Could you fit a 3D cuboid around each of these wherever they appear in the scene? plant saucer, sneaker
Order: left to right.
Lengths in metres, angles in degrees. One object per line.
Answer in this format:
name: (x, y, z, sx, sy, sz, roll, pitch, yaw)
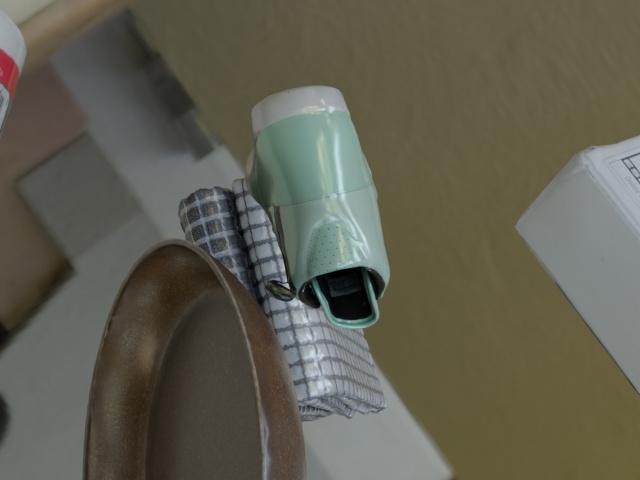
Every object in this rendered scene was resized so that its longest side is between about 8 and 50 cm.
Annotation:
plant saucer: (-0.082, 0.154, 0.964, 0.050, 0.310, 0.311, 3, 171, -28)
sneaker: (-0.001, 0.000, 1.093, 0.094, 0.151, 0.256, -12, 167, 2)

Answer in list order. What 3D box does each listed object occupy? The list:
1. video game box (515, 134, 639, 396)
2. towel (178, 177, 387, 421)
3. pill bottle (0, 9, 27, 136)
video game box: (0.189, 0.040, 0.510, 0.187, 0.205, 0.048, -19, 157, -39)
towel: (-0.042, 0.071, 1.532, 0.121, 0.235, 0.284, -19, 168, 8)
pill bottle: (-0.310, -0.008, 0.944, 0.176, 0.176, 0.318, -14, -122, 63)
